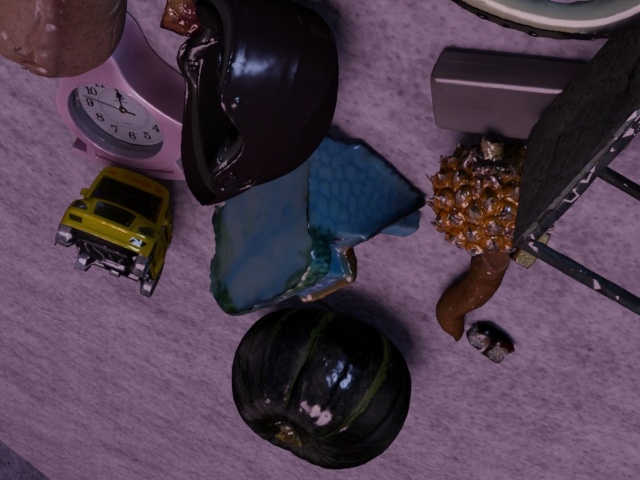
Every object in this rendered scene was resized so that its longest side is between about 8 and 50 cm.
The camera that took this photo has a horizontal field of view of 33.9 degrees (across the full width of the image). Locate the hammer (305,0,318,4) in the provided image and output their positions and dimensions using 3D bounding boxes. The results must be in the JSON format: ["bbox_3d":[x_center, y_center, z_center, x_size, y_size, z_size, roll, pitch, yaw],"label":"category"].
[{"bbox_3d":[-0.085,-0.355,1.255,0.246,0.029,0.103,20,145,7],"label":"hammer"}]

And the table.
[{"bbox_3d":[0.412,-0.098,1.079,0.272,0.222,0.335,29,132,-7],"label":"table"}]

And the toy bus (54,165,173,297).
[{"bbox_3d":[-0.307,-0.016,1.648,0.144,0.152,0.330,22,168,-2],"label":"toy bus"}]

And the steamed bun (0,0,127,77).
[{"bbox_3d":[-0.334,-0.358,1.246,0.301,0.199,0.252,40,141,19],"label":"steamed bun"}]

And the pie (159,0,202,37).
[{"bbox_3d":[-0.162,-0.317,1.343,0.092,0.034,0.170,24,145,6],"label":"pie"}]

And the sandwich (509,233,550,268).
[{"bbox_3d":[0.297,0.019,1.521,0.031,0.044,0.083,30,143,-2],"label":"sandwich"}]

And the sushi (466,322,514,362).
[{"bbox_3d":[0.285,0.163,1.734,0.083,0.044,0.046,35,122,-20],"label":"sushi"}]

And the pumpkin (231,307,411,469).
[{"bbox_3d":[0.000,0.251,1.826,0.323,0.241,0.323,22,156,11],"label":"pumpkin"}]

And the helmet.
[{"bbox_3d":[-0.077,-0.184,1.328,0.177,0.225,0.305,-8,150,-18],"label":"helmet"}]

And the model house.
[{"bbox_3d":[0.000,0.000,1.547,0.241,0.226,0.261,9,159,-36],"label":"model house"}]

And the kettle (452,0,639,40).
[{"bbox_3d":[0.214,-0.337,0.903,0.324,0.228,0.321,19,115,13],"label":"kettle"}]

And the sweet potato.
[{"bbox_3d":[0.228,0.085,1.633,0.067,0.059,0.281,-7,155,-18],"label":"sweet potato"}]

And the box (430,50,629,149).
[{"bbox_3d":[0.258,-0.171,1.276,0.243,0.055,0.103,10,144,20],"label":"box"}]

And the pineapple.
[{"bbox_3d":[0.216,-0.082,1.334,0.175,0.161,0.137,6,137,18],"label":"pineapple"}]

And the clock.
[{"bbox_3d":[-0.243,-0.201,1.506,0.290,0.080,0.275,14,145,13],"label":"clock"}]
